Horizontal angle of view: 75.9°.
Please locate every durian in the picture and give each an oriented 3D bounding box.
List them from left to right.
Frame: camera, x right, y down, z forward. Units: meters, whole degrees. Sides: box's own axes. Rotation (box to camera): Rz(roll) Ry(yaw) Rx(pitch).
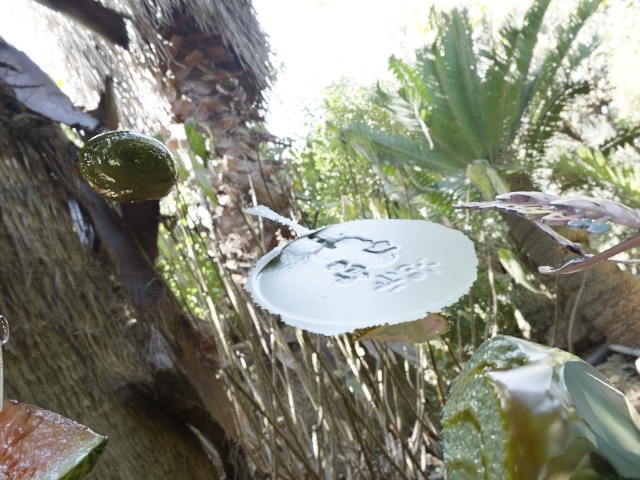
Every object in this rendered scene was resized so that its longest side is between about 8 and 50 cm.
[{"bbox_3d":[0.187,0.170,0.964,0.249,0.138,0.183,15,-56,-23],"label":"durian"}]

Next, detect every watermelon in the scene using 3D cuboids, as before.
[{"bbox_3d":[-0.532,0.398,0.729,0.159,0.302,0.129,-67,-20,-44],"label":"watermelon"}]

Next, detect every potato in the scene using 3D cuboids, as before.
[{"bbox_3d":[-0.481,-0.185,1.045,0.234,0.160,0.178,15,-69,-13],"label":"potato"}]

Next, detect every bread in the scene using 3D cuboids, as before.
[{"bbox_3d":[0.346,0.300,0.643,0.395,0.238,0.264,-73,1,-63],"label":"bread"}]

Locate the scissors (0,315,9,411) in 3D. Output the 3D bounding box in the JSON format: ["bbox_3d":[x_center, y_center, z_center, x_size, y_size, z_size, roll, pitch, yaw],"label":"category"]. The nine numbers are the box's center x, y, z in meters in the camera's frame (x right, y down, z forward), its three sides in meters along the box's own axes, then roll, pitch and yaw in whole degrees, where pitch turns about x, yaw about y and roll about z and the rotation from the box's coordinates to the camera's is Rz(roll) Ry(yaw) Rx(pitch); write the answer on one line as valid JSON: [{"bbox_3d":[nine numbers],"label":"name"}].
[{"bbox_3d":[-0.574,0.213,0.722,0.022,0.176,0.085,-13,-19,-11],"label":"scissors"}]

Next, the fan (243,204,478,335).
[{"bbox_3d":[0.000,0.001,0.490,0.232,0.012,0.414,-19,24,-24],"label":"fan"}]

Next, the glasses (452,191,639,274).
[{"bbox_3d":[0.243,-0.008,0.452,0.161,0.096,0.255,9,6,-7],"label":"glasses"}]
